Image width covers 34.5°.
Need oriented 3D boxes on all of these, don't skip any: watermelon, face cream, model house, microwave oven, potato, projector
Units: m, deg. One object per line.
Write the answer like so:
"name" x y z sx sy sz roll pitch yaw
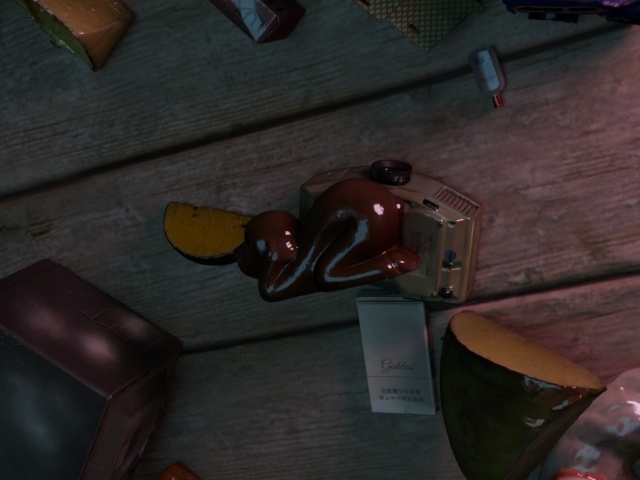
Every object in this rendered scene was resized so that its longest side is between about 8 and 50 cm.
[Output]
"watermelon" -0.182 -0.001 1.642 0.181 0.075 0.092 14 107 21
"face cream" 0.233 -0.224 1.421 0.040 0.021 0.083 -15 99 27
"model house" 0.102 -0.385 1.326 0.178 0.206 0.271 -38 88 28
"microwave oven" -0.472 0.314 1.774 0.374 0.236 0.432 31 116 13
"potato" 0.249 0.266 1.450 0.269 0.112 0.255 30 122 51
"projector" 0.096 -0.016 1.508 0.269 0.088 0.194 12 113 21

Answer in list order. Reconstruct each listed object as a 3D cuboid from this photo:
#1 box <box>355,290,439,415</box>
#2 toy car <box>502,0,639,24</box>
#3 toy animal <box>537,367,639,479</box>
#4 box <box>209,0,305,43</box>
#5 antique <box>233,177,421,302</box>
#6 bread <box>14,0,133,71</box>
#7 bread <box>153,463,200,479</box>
"box" 0.120 0.173 1.588 0.109 0.029 0.198 -1 106 24
"toy car" 0.330 -0.347 1.264 0.235 0.158 0.172 9 109 20
"toy animal" 0.421 0.318 1.422 0.307 0.188 0.266 -14 90 31
"box" -0.106 -0.353 1.483 0.156 0.111 0.060 41 117 6
"antique" 0.000 0.000 1.440 0.256 0.121 0.143 -14 98 28
"bread" -0.428 -0.390 1.612 0.266 0.142 0.178 44 158 4
"bread" -0.293 0.577 1.708 0.245 0.361 0.233 34 116 13
